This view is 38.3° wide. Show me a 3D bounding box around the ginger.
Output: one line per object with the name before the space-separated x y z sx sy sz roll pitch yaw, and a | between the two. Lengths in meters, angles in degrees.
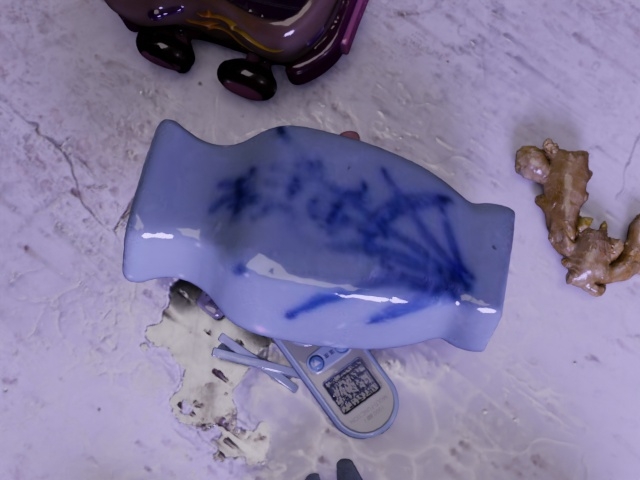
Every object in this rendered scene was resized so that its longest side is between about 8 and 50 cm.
ginger | 0.323 -0.026 1.136 0.193 0.052 0.176 15 74 1

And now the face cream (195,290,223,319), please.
face cream | -0.114 0.056 1.132 0.040 0.021 0.083 39 81 7

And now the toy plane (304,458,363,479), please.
toy plane | 0.047 0.321 0.964 0.088 0.267 0.212 53 54 -25

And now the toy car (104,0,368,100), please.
toy car | -0.114 -0.342 1.099 0.341 0.240 0.271 18 81 6

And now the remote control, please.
remote control | 0.002 0.130 1.106 0.087 0.047 0.244 -34 80 -15

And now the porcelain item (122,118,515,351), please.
porcelain item | 0.000 0.000 1.030 0.406 0.178 0.242 14 67 -4

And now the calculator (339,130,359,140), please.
calculator | 0.052 -0.060 1.154 0.103 0.024 0.165 -20 81 -4

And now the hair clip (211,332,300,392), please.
hair clip | -0.076 0.148 1.114 0.115 0.039 0.030 26 83 -6
